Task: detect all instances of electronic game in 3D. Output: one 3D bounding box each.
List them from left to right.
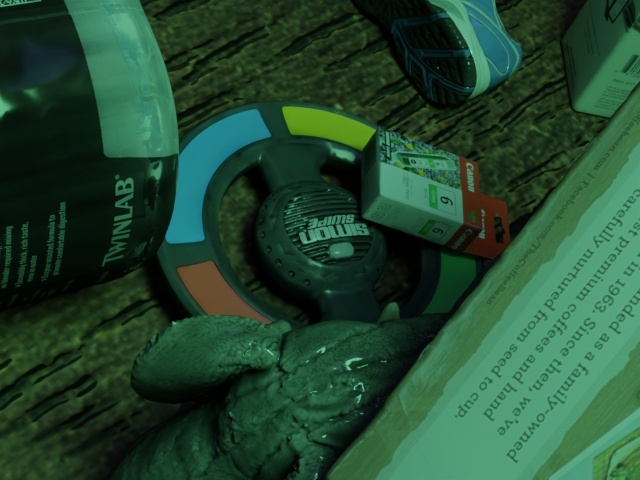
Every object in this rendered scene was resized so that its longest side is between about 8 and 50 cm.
[{"bbox_3d":[0.000,0.000,0.858,0.229,0.048,0.229,11,52,-15],"label":"electronic game"}]

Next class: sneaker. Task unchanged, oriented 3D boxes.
[{"bbox_3d":[0.081,-0.199,1.024,0.081,0.080,0.211,-16,72,-37],"label":"sneaker"}]

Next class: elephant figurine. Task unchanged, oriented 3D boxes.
[{"bbox_3d":[-0.018,0.096,0.656,0.169,0.239,0.186,27,51,-2],"label":"elephant figurine"}]

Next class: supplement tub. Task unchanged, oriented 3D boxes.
[{"bbox_3d":[-0.263,-0.043,0.681,0.338,0.207,0.207,-15,62,-30],"label":"supplement tub"}]

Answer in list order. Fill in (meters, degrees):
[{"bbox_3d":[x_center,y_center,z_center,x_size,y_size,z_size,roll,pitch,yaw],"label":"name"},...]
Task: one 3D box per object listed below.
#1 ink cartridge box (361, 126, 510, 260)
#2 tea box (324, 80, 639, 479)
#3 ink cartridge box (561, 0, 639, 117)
[{"bbox_3d":[0.083,-0.028,0.874,0.115,0.029,0.063,18,47,-18],"label":"ink cartridge box"},{"bbox_3d":[0.243,0.086,0.595,0.220,0.329,0.323,41,4,41],"label":"tea box"},{"bbox_3d":[0.298,-0.179,1.006,0.148,0.203,0.086,10,53,-15],"label":"ink cartridge box"}]
